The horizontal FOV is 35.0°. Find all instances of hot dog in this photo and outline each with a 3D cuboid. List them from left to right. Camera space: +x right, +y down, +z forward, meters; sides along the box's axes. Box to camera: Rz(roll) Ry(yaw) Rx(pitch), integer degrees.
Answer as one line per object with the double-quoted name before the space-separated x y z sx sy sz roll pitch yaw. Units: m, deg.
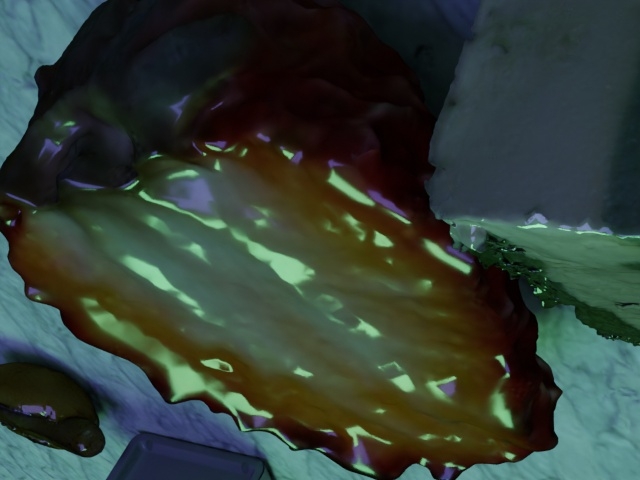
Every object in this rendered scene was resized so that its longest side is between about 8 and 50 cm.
"hot dog" -0.252 0.158 0.929 0.140 0.060 0.090 19 144 9

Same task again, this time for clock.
"clock" -0.137 0.271 0.863 0.150 0.197 0.063 6 136 28

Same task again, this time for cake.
"cake" 0.156 0.009 0.424 0.157 0.172 0.284 8 138 29

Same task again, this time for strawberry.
"strawberry" 0.000 0.000 0.547 0.265 0.149 0.336 -23 127 40
